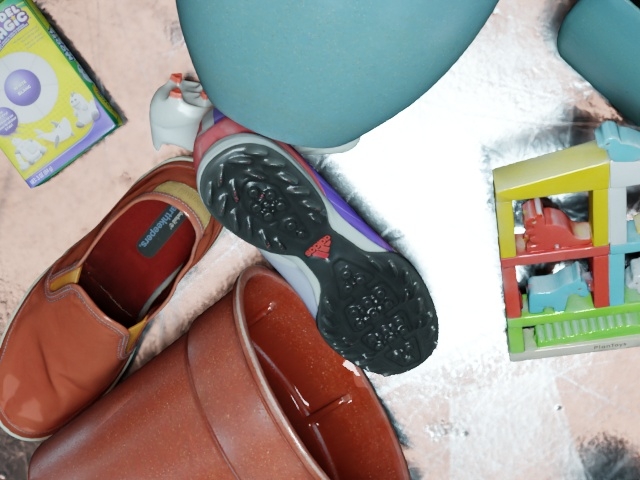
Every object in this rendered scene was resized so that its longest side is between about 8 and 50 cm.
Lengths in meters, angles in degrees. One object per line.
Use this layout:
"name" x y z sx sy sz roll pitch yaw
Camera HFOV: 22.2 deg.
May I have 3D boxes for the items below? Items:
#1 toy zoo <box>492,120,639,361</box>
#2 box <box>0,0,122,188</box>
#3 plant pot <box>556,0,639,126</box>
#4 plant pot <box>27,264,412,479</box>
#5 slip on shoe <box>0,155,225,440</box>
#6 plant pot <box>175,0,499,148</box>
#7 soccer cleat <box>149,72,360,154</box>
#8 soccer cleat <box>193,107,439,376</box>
"toy zoo" 0.251 0.000 1.425 0.192 0.030 0.293 -8 140 4
"box" -0.280 -0.151 1.525 0.105 0.043 0.179 -36 93 7
"plant pot" 0.306 -0.191 1.380 0.165 0.234 0.165 42 77 -3
"plant pot" -0.098 0.205 1.466 0.265 0.272 0.272 -32 95 15
"slip on shoe" -0.206 0.061 1.510 0.123 0.101 0.331 40 108 -4
"plant pot" -0.005 -0.194 1.399 0.290 0.290 0.195 21 113 0
"soccer cleat" -0.061 -0.104 1.513 0.196 0.068 0.076 9 127 -5
"soccer cleat" 0.000 0.000 1.484 0.109 0.116 0.318 -38 122 11
